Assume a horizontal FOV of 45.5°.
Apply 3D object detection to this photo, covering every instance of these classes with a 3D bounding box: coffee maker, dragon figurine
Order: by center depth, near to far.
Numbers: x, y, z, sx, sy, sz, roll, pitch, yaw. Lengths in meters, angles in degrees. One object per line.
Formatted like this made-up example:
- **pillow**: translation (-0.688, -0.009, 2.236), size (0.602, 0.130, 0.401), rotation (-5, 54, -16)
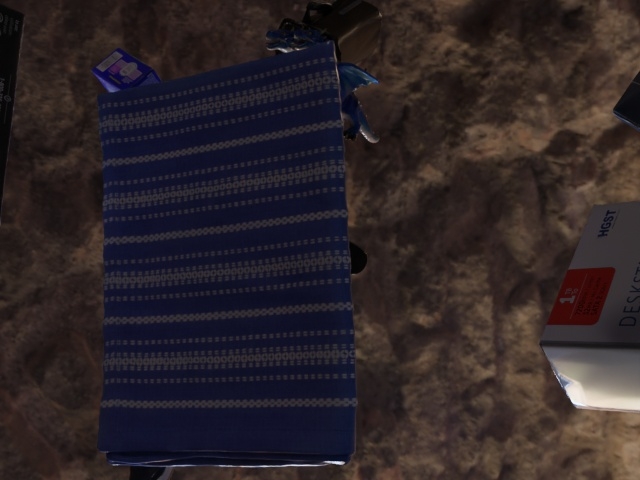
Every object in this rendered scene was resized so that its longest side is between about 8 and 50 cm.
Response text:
- **dragon figurine**: translation (0.030, -0.239, 1.197), size (0.289, 0.085, 0.144), rotation (13, -78, -40)
- **coffee maker**: translation (0.033, -0.342, 1.340), size (0.178, 0.171, 0.120), rotation (-44, -2, -45)

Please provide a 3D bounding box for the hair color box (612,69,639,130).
- **hair color box**: translation (0.361, -0.176, 0.456), size (0.347, 0.174, 0.105), rotation (-60, 5, 18)

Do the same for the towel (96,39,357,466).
- **towel**: translation (-0.090, 0.017, 0.637), size (0.040, 0.243, 0.336), rotation (13, -107, -64)

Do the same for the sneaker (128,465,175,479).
- **sneaker**: translation (-0.345, 0.357, 1.483), size (0.153, 0.099, 0.282), rotation (51, -143, -34)

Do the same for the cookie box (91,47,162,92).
- **cookie box**: translation (-0.175, -0.136, 0.785), size (0.040, 0.092, 0.107), rotation (-42, -47, -11)

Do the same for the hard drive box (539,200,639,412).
- **hard drive box**: translation (0.326, 0.049, 0.624), size (0.089, 0.232, 0.181), rotation (54, -130, -28)

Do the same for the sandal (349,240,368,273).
- **sandal**: translation (0.000, 0.000, 1.325), size (0.067, 0.179, 0.040), rotation (-63, -11, 14)

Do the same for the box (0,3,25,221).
- **box**: translation (-0.376, -0.106, 0.684), size (0.163, 0.142, 0.247), rotation (19, -127, -38)
